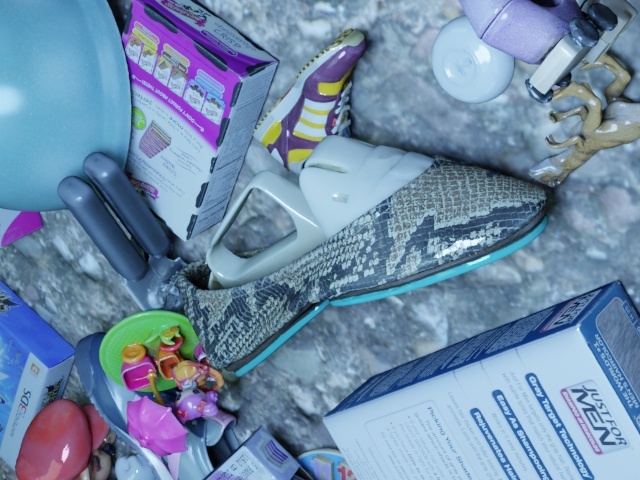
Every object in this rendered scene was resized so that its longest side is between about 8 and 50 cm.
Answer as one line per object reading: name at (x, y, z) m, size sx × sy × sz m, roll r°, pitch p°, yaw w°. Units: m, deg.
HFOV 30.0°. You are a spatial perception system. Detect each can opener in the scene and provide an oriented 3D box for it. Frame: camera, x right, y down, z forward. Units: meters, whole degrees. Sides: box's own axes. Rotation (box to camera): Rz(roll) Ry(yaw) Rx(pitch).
can opener at (-0.223, -0.003, 1.354) m, size 0.095 × 0.076 × 0.283 m, roll 33°, pitch 162°, yaw 34°

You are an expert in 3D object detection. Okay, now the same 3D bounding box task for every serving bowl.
serving bowl at (0.136, -0.164, 1.099) m, size 0.083 × 0.027 × 0.083 m, roll 17°, pitch 121°, yaw 30°

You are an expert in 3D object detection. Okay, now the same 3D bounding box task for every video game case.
video game case at (-0.491, 0.167, 1.738) m, size 0.269 × 0.061 × 0.244 m, roll 39°, pitch 130°, yaw 16°

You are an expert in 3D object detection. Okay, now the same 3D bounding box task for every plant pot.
plant pot at (-0.369, -0.163, 1.324) m, size 0.293 × 0.196 × 0.293 m, roll 20°, pitch 116°, yaw 49°

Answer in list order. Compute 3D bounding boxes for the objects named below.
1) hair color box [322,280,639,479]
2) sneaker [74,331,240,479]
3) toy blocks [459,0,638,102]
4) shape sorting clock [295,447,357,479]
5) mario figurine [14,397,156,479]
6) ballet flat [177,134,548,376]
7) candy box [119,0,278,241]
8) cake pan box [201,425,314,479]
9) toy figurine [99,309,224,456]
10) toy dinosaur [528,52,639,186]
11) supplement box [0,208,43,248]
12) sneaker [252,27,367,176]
hair color box at (0.181, 0.186, 1.191) m, size 0.347 × 0.105 × 0.174 m, roll -27°, pitch 95°, yaw 43°
sneaker at (-0.176, 0.225, 1.508) m, size 0.131 × 0.112 × 0.319 m, roll -40°, pitch 88°, yaw 26°
toy blocks at (0.190, -0.323, 0.804) m, size 0.260 × 0.288 × 0.309 m, roll 43°, pitch 135°, yaw 8°
shape sorting clock at (0.039, 0.338, 1.426) m, size 0.206 × 0.040 × 0.206 m, roll 18°, pitch 122°, yaw 31°
mario figurine at (-0.301, 0.345, 1.670) m, size 0.198 × 0.170 × 0.321 m, roll -13°, pitch 120°, yaw 4°
ballet flat at (0.000, 0.000, 1.198) m, size 0.482 × 0.164 × 0.182 m, roll -28°, pitch 98°, yaw 46°
candy box at (-0.155, -0.137, 1.310) m, size 0.159 × 0.071 × 0.233 m, roll 38°, pitch 130°, yaw 17°
cake pan box at (-0.069, 0.386, 1.415) m, size 0.246 × 0.070 × 0.267 m, roll 46°, pitch 114°, yaw 1°
toy figurine at (-0.164, 0.174, 1.373) m, size 0.173 × 0.159 × 0.130 m, roll -15°, pitch 129°, yaw -2°
toy dinosaur at (0.261, -0.106, 1.021) m, size 0.112 × 0.064 × 0.211 m, roll 49°, pitch 145°, yaw -18°
supplement box at (-0.456, -0.101, 1.537) m, size 0.114 × 0.111 × 0.220 m, roll 6°, pitch 115°, yaw 36°
sneaker at (0.009, -0.134, 1.195) m, size 0.084 × 0.069 × 0.185 m, roll 45°, pitch 139°, yaw -1°
